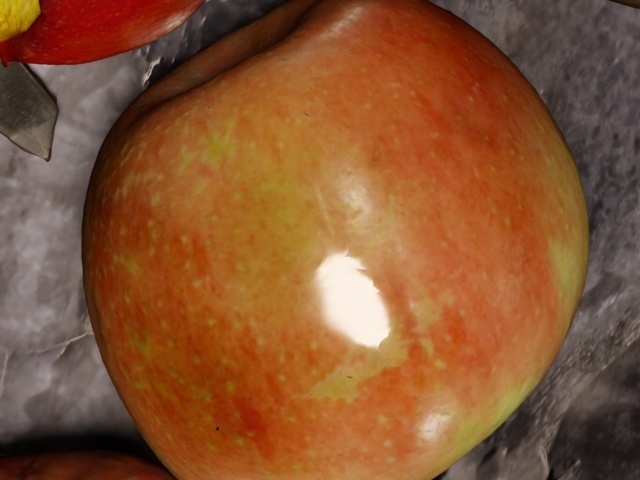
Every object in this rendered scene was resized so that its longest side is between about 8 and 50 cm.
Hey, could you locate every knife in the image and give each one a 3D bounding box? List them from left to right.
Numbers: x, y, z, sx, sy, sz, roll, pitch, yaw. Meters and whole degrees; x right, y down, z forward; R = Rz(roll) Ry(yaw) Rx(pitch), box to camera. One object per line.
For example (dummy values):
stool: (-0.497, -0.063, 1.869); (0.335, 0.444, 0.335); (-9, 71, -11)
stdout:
knife: (-0.235, -0.135, 0.665); (0.060, 0.028, 0.230); (-36, 123, -1)

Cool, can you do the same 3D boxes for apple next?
apple: (0.000, 0.000, 0.672); (0.319, 0.319, 0.277); (-39, 100, -14)

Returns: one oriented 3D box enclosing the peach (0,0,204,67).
peach: (-0.133, -0.207, 0.602); (0.190, 0.196, 0.226); (37, 82, 1)

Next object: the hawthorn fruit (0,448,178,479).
hawthorn fruit: (-0.169, 0.300, 0.680); (0.308, 0.308, 0.324); (-1, 117, -29)

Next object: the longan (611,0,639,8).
longan: (0.244, -0.326, 0.695); (0.361, 0.361, 0.360); (-9, 109, -27)
